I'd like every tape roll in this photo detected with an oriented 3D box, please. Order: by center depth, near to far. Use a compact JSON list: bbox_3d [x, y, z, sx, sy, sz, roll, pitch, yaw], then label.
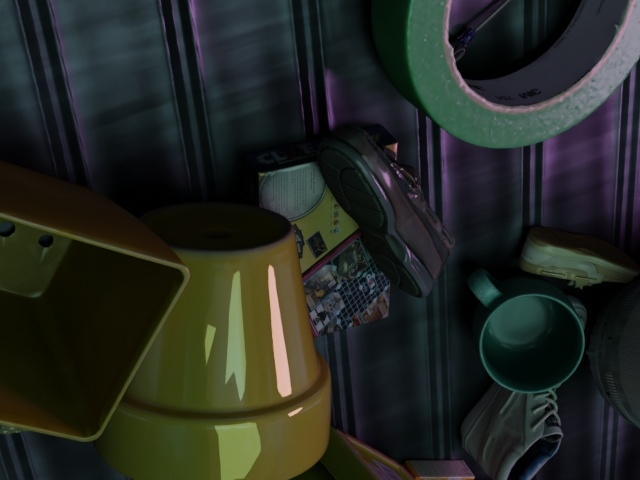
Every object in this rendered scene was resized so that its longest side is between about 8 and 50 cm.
[{"bbox_3d":[0.209,-0.254,1.491,0.321,0.077,0.321,-15,125,-23],"label":"tape roll"}]

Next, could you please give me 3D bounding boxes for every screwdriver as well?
[{"bbox_3d":[0.174,-0.235,1.550,0.170,0.025,0.024,-46,132,-3],"label":"screwdriver"}]

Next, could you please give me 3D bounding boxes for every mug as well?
[{"bbox_3d":[0.249,0.096,1.766,0.129,0.097,0.157,-9,108,2],"label":"mug"}]

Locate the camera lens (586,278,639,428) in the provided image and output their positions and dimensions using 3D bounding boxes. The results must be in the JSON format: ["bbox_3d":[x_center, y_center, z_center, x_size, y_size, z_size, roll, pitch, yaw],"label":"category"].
[{"bbox_3d":[0.480,0.147,1.776,0.219,0.274,0.219,0,91,-16],"label":"camera lens"}]

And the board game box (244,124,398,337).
[{"bbox_3d":[0.000,0.000,1.607,0.165,0.042,0.243,-13,128,-20],"label":"board game box"}]

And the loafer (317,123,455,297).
[{"bbox_3d":[0.075,-0.045,1.539,0.084,0.096,0.267,-49,141,-16],"label":"loafer"}]

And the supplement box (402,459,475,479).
[{"bbox_3d":[0.149,0.327,1.930,0.098,0.036,0.062,5,121,-31],"label":"supplement box"}]

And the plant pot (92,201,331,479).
[{"bbox_3d":[-0.110,0.096,1.490,0.254,0.254,0.239,-6,111,-25],"label":"plant pot"}]

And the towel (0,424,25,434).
[{"bbox_3d":[-0.287,0.158,1.579,0.148,0.027,0.110,-10,128,-24],"label":"towel"}]

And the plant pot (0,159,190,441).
[{"bbox_3d":[-0.283,0.035,1.378,0.212,0.187,0.212,18,114,-33],"label":"plant pot"}]

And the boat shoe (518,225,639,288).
[{"bbox_3d":[0.317,0.029,1.790,0.170,0.063,0.059,15,118,-25],"label":"boat shoe"}]

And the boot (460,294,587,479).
[{"bbox_3d":[0.285,0.204,1.854,0.095,0.123,0.258,13,116,-35],"label":"boot"}]

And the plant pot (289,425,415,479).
[{"bbox_3d":[0.034,0.372,1.782,0.207,0.228,0.227,-51,133,4],"label":"plant pot"}]
